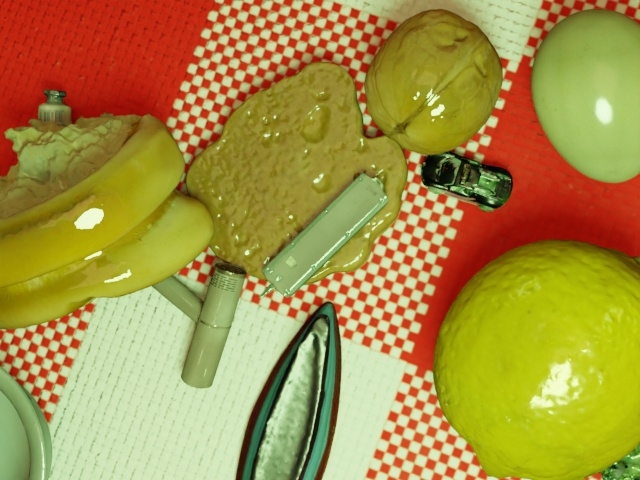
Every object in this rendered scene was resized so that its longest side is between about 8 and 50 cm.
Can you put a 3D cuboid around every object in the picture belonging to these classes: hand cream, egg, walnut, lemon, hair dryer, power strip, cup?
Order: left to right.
[{"bbox_3d":[-0.554,0.329,1.363,0.348,0.163,0.347,0,86,6],"label":"cup"},{"bbox_3d":[-0.433,-0.126,1.452,0.080,0.050,0.233,4,93,6],"label":"hand cream"},{"bbox_3d":[-0.236,0.101,1.400,0.220,0.054,0.195,22,103,21],"label":"hair dryer"},{"bbox_3d":[0.000,0.000,1.345,0.253,0.027,0.060,-44,84,3],"label":"power strip"},{"bbox_3d":[0.166,-0.234,1.320,0.193,0.193,0.225,21,59,7],"label":"walnut"},{"bbox_3d":[0.314,0.160,1.218,0.336,0.336,0.335,-1,85,6],"label":"lemon"},{"bbox_3d":[0.406,-0.208,1.295,0.189,0.188,0.253,-13,94,5],"label":"egg"}]

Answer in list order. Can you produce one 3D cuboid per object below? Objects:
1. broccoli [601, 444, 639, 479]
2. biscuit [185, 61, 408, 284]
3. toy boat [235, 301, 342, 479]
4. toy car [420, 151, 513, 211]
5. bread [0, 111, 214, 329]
[{"bbox_3d":[0.477,0.313,1.257,0.167,0.160,0.154,29,71,-10],"label":"broccoli"},{"bbox_3d":[-0.028,-0.094,1.396,0.312,0.057,0.351,37,92,7],"label":"biscuit"},{"bbox_3d":[-0.044,0.283,1.362,0.136,0.079,0.391,17,90,6],"label":"toy boat"},{"bbox_3d":[0.224,-0.095,1.371,0.142,0.055,0.069,19,84,6],"label":"toy car"},{"bbox_3d":[-0.387,-0.030,1.344,0.424,0.245,0.328,-20,44,13],"label":"bread"}]
